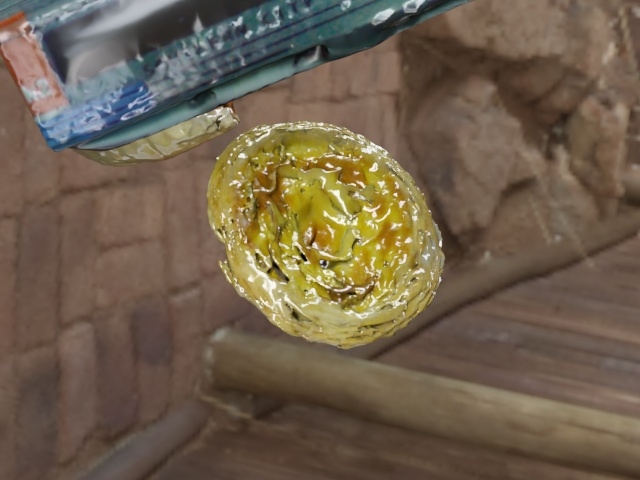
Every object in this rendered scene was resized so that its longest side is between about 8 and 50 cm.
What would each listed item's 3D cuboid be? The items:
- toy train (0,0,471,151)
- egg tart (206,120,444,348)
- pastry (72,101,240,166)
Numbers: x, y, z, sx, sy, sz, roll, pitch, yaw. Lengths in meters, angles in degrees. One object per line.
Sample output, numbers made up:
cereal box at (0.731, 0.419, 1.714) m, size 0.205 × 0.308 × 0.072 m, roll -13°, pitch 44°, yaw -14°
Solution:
toy train at (0.053, -0.153, 0.570) m, size 0.086 × 0.409 × 0.089 m, roll -82°, pitch 148°, yaw -67°
egg tart at (0.000, 0.000, 0.663) m, size 0.049 × 0.129 × 0.129 m, roll -53°, pitch -170°, yaw 54°
pastry at (-0.207, -0.170, 1.253) m, size 0.170 × 0.256 × 0.237 m, roll -40°, pitch 106°, yaw -13°
